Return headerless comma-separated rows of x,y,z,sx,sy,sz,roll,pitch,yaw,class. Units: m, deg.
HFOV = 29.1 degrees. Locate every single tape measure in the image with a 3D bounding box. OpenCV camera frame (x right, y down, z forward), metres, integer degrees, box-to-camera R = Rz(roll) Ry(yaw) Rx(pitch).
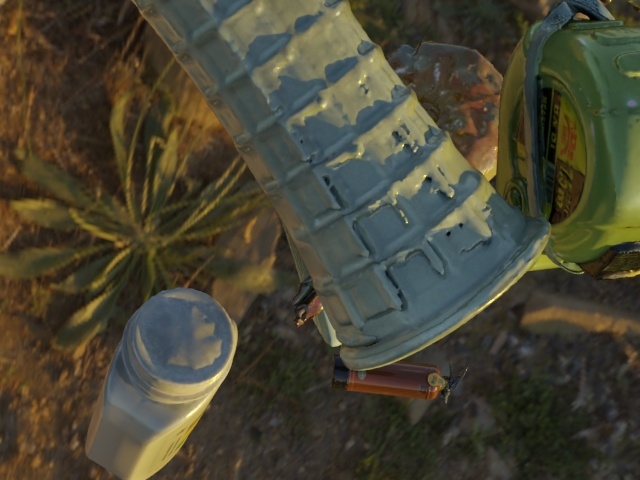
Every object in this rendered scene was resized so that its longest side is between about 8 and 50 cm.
0.168,-0.057,0.752,0.087,0.154,0.178,-8,109,-17,tape measure

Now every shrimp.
0.057,-0.048,1.087,0.154,0.062,0.294,34,80,0,shrimp

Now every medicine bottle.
-0.181,0.161,1.403,0.124,0.324,0.179,34,61,2,medicine bottle

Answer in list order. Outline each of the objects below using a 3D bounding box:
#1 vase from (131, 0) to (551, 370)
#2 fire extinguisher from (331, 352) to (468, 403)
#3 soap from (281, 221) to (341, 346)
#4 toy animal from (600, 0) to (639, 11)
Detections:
-0.011,-0.088,0.682,0.143,0.143,0.299,-42,102,-32,vase
0.103,0.177,1.616,0.177,0.050,0.062,6,99,0,fire extinguisher
0.000,0.000,1.310,0.066,0.119,0.198,-19,108,-7,soap
0.353,-0.309,1.321,0.073,0.176,0.217,-15,93,-13,toy animal
